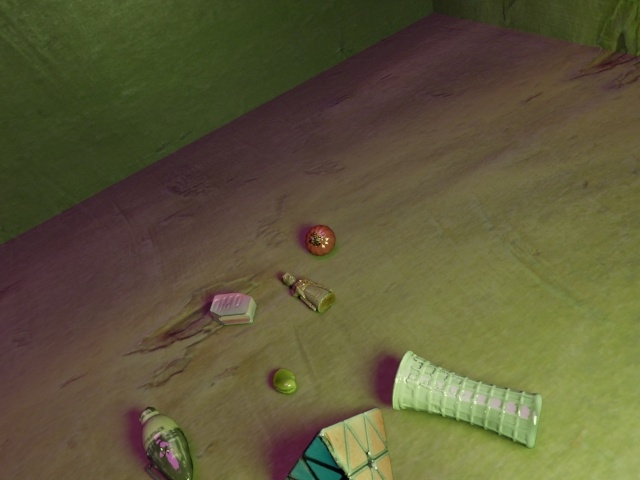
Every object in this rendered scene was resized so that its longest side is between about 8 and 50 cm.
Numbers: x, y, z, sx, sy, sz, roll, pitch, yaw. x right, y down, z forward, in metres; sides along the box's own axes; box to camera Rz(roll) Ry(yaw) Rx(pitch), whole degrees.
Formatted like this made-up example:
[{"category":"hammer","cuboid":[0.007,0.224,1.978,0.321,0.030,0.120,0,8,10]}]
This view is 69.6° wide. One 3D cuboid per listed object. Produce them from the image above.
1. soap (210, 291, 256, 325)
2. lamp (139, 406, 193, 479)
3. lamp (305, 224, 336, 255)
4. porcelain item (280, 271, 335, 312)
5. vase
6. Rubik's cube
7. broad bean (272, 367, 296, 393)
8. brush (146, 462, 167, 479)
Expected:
[{"category":"soap","cuboid":[-0.283,0.217,1.478,0.149,0.056,0.100,-7,41,16]},{"category":"lamp","cuboid":[-0.391,0.520,1.171,0.101,0.101,0.250,-40,52,-19]},{"category":"lamp","cuboid":[0.000,0.000,1.557,0.107,0.092,0.108,-6,78,27]},{"category":"porcelain item","cuboid":[-0.050,0.150,1.451,0.084,0.054,0.213,-41,44,-23]},{"category":"vase","cuboid":[0.322,0.352,1.022,0.298,0.143,0.143,9,50,27]},{"category":"Rubik's cube","cuboid":[0.053,0.490,0.981,0.228,0.233,0.229,13,85,-15]},{"category":"broad bean","cuboid":[-0.098,0.379,1.239,0.063,0.045,0.083,-34,35,-16]},{"category":"brush","cuboid":[-0.347,0.609,1.112,0.266,0.027,0.062,17,54,36]}]
